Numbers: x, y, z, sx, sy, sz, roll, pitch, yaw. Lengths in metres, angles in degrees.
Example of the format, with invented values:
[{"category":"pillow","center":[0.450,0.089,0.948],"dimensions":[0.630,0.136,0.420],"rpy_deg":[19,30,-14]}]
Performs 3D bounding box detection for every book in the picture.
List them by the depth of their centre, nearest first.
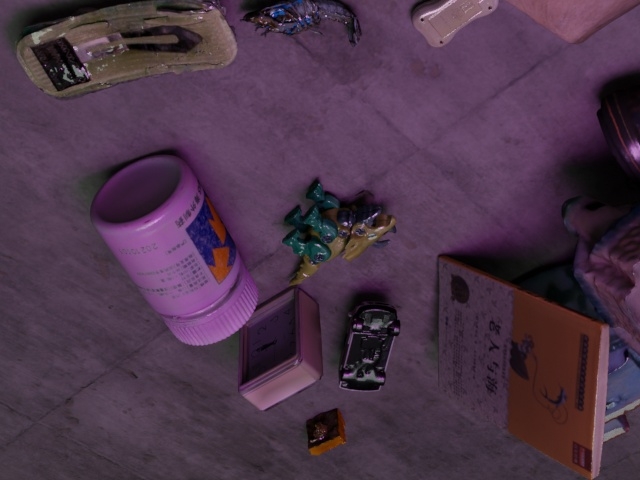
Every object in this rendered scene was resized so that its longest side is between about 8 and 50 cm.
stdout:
[{"category":"book","center":[0.323,0.199,1.641],"dimensions":[0.032,0.389,0.269],"rpy_deg":[-13,111,-30]}]

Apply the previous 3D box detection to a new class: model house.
[{"category":"model house","center":[0.512,0.046,1.484],"dimensions":[0.243,0.284,0.298],"rpy_deg":[-43,116,-6]},{"category":"model house","center":[0.500,0.225,1.809],"dimensions":[0.294,0.252,0.329],"rpy_deg":[-34,134,21]}]

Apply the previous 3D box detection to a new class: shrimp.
[{"category":"shrimp","center":[-0.026,-0.319,1.400],"dimensions":[0.174,0.076,0.082],"rpy_deg":[4,172,-13]}]

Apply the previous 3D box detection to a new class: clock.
[{"category":"clock","center":[-0.075,0.192,1.758],"dimensions":[0.147,0.192,0.071],"rpy_deg":[-31,126,23]}]

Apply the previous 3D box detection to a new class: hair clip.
[{"category":"hair clip","center":[-0.268,-0.289,1.387],"dimensions":[0.321,0.091,0.138],"rpy_deg":[-6,141,18]}]

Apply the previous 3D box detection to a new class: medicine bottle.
[{"category":"medicine bottle","center":[-0.232,0.020,1.602],"dimensions":[0.178,0.178,0.291],"rpy_deg":[-17,130,12]}]

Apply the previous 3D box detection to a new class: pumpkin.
[{"category":"pumpkin","center":[0.008,0.394,2.025],"dimensions":[0.083,0.074,0.054],"rpy_deg":[-28,132,17]}]

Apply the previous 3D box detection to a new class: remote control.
[{"category":"remote control","center":[0.193,-0.332,1.407],"dimensions":[0.122,0.032,0.074],"rpy_deg":[-32,126,23]}]

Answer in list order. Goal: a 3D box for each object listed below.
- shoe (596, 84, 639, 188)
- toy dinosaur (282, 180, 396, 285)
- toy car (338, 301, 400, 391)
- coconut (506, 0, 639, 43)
[{"category":"shoe","center":[0.621,-0.150,1.501],"dimensions":[0.383,0.171,0.237],"rpy_deg":[28,132,-27]},{"category":"toy dinosaur","center":[0.000,0.000,1.666],"dimensions":[0.153,0.094,0.259],"rpy_deg":[34,131,-25]},{"category":"toy car","center":[0.087,0.180,1.819],"dimensions":[0.089,0.108,0.210],"rpy_deg":[6,127,-6]},{"category":"coconut","center":[0.293,-0.430,1.119],"dimensions":[0.415,0.345,0.416],"rpy_deg":[3,108,9]}]
